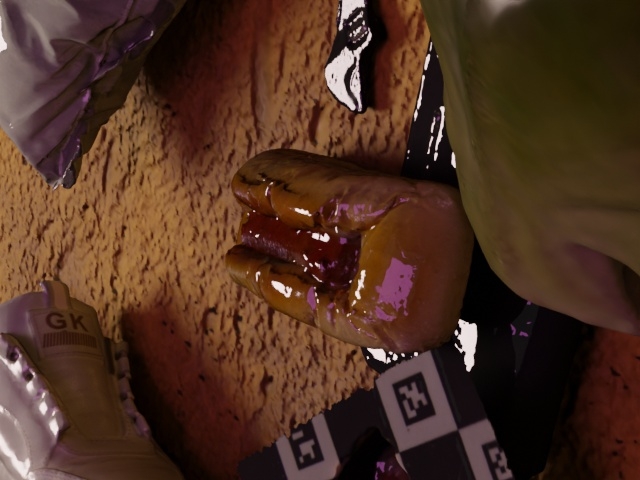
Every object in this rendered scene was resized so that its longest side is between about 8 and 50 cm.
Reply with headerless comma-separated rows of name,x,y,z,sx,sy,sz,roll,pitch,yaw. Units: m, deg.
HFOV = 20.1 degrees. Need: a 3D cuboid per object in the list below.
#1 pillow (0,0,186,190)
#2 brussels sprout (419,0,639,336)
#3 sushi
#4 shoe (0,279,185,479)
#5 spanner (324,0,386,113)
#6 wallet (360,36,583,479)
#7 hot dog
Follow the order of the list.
pillow,-0.180,-0.223,1.122,0.310,0.138,0.283,56,134,28
brussels sprout,0.157,-0.129,0.601,0.289,0.281,0.355,50,140,37
sushi,0.066,0.173,0.902,0.192,0.050,0.215,-36,72,45
shoe,-0.166,0.108,1.163,0.316,0.124,0.159,11,96,51
spanner,0.014,-0.173,0.983,0.046,0.012,0.208,-2,92,53
wallet,0.084,-0.014,0.890,0.149,0.044,0.250,39,124,46
hot dog,0.000,0.000,0.917,0.242,0.073,0.084,-155,70,-69
